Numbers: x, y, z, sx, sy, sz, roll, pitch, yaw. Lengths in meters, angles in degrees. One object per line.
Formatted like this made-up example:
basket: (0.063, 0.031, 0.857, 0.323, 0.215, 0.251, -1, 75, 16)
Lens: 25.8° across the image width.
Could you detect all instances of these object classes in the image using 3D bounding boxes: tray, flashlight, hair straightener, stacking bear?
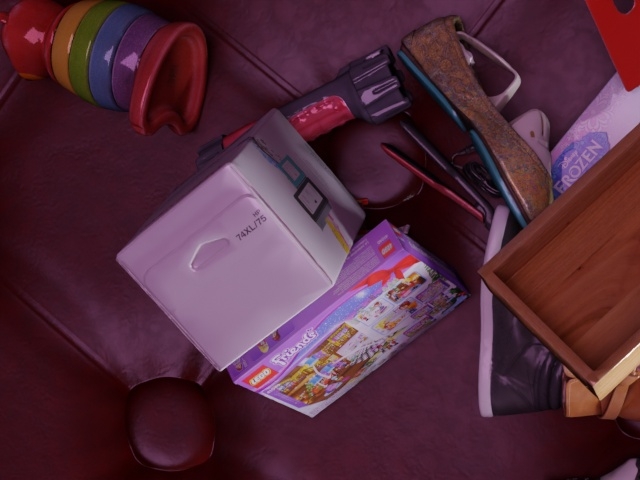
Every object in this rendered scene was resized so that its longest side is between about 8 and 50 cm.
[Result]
tray: (0.412, -0.023, 1.677, 0.411, 0.076, 0.203, -42, 62, -2)
flashlight: (-0.021, -0.149, 1.923, 0.304, 0.103, 0.103, -25, 115, 14)
hair straightener: (0.196, -0.092, 1.897, 0.230, 0.047, 0.089, 39, 103, 8)
stacking bear: (-0.320, -0.264, 1.964, 0.289, 0.175, 0.164, 18, 101, 20)

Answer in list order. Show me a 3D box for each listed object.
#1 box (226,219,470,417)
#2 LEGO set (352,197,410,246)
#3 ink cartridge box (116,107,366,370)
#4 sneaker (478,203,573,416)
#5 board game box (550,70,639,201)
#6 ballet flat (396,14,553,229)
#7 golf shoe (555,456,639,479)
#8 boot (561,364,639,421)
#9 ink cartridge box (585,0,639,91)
box: (0.036, 0.111, 1.878, 0.293, 0.201, 0.057, -39, 55, 14)
LEGO set: (0.000, 0.000, 1.937, 0.244, 0.060, 0.182, 39, 111, -8)
ink cartridge box: (-0.093, -0.008, 1.774, 0.198, 0.270, 0.197, -38, 99, 20)
sneaker: (0.288, 0.096, 1.864, 0.147, 0.104, 0.295, 2, 103, 13)
board game box: (0.484, -0.091, 1.815, 0.318, 0.066, 0.318, 39, 103, 8)
ballet flat: (0.229, -0.160, 1.819, 0.123, 0.123, 0.348, -39, 65, 14)
golf shoe: (0.350, 0.348, 1.881, 0.094, 0.077, 0.198, 46, 102, 7)
boot: (0.405, 0.096, 1.763, 0.220, 0.109, 0.283, -3, 108, 7)
ink cartridge box: (0.488, -0.391, 1.665, 0.385, 0.091, 0.308, -31, 112, -3)
